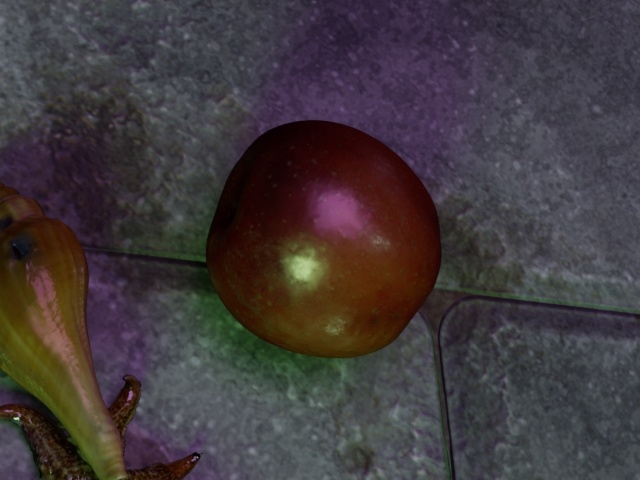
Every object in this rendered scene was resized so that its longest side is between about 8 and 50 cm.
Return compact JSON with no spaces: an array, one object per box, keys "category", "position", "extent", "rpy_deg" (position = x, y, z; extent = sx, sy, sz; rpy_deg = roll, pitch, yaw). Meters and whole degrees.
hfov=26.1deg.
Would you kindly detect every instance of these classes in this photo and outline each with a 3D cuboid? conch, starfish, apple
[{"category":"conch","position":[-0.240,0.065,1.196],"extent":[0.109,0.093,0.330],"rpy_deg":[-18,54,-16]},{"category":"starfish","position":[-0.203,0.217,1.183],"extent":[0.238,0.057,0.213],"rpy_deg":[-27,71,-35]},{"category":"apple","position":[0.000,0.000,1.298],"extent":[0.201,0.218,0.218],"rpy_deg":[24,56,-23]}]
